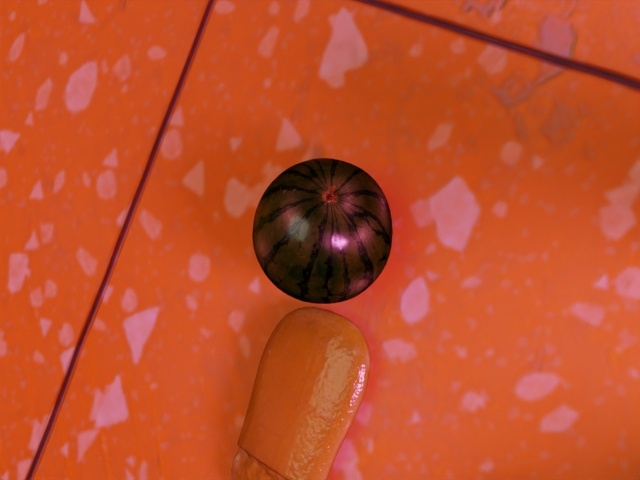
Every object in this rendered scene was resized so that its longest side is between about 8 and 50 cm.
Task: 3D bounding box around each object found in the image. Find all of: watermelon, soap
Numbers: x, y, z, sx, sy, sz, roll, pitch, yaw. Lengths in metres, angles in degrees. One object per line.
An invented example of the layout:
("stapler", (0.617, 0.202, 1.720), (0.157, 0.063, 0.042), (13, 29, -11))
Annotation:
("watermelon", (0.003, -0.004, 0.775), (0.109, 0.109, 0.109), (-7, 78, 35))
("soap", (-0.017, 0.130, 0.800), (0.089, 0.033, 0.169), (19, 94, 39))
